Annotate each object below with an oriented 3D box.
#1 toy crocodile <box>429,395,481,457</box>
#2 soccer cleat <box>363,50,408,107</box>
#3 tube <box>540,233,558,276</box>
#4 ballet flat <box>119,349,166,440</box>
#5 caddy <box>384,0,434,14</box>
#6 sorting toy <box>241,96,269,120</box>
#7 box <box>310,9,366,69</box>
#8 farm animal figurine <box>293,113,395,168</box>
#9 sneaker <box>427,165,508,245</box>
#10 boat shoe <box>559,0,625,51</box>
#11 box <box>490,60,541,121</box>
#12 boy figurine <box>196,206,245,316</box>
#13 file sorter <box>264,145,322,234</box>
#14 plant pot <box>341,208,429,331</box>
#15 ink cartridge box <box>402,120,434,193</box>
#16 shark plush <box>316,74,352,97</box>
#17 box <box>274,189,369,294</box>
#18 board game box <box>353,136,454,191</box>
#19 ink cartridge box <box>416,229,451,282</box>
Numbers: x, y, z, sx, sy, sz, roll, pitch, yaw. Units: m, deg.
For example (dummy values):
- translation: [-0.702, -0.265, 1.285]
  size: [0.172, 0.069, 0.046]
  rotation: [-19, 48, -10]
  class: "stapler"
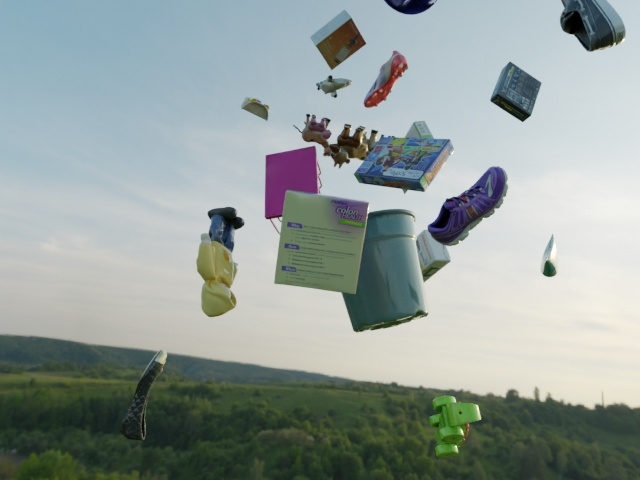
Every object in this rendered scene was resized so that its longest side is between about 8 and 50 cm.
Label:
- translation: [0.387, 0.550, 1.304]
  size: [0.105, 0.115, 0.340]
  rotation: [-5, -42, 3]
  class: "toy crocodile"
- translation: [0.254, -0.645, 1.790]
  size: [0.083, 0.095, 0.248]
  rotation: [2, -35, -38]
  class: "soccer cleat"
- translation: [0.672, 0.055, 1.299]
  size: [0.052, 0.080, 0.207]
  rotation: [7, -18, 29]
  class: "tube"
- translation: [-0.333, 0.296, 0.858]
  size: [0.049, 0.173, 0.057]
  rotation: [21, -9, -8]
  class: "ballet flat"
- translation: [0.298, -0.917, 1.420]
  size: [0.241, 0.341, 0.179]
  rotation: [-10, 15, -8]
  class: "caddy"
- translation: [-0.190, -0.395, 1.291]
  size: [0.083, 0.075, 0.045]
  rotation: [19, -65, -32]
  class: "sorting toy"
- translation: [0.070, -0.787, 1.744]
  size: [0.170, 0.091, 0.130]
  rotation: [-33, -44, 15]
  class: "box"
- translation: [0.092, -0.381, 1.780]
  size: [0.327, 0.172, 0.330]
  rotation: [1, 22, -32]
  class: "farm animal figurine"
- translation: [0.258, -0.062, 0.783]
  size: [0.071, 0.068, 0.170]
  rotation: [28, -69, -27]
  class: "sneaker"
- translation: [0.726, -0.630, 1.244]
  size: [0.102, 0.301, 0.108]
  rotation: [-19, -34, 14]
  class: "boat shoe"
- translation: [0.875, -0.666, 1.983]
  size: [0.183, 0.232, 0.059]
  rotation: [30, -27, -6]
  class: "box"
- translation: [-0.254, 0.050, 1.116]
  size: [0.092, 0.285, 0.177]
  rotation: [-11, -36, 11]
  class: "boy figurine"
- translation: [-0.091, -0.183, 1.724]
  size: [0.202, 0.290, 0.182]
  rotation: [-9, -30, 10]
  class: "file sorter"
- translation: [0.193, 0.116, 1.477]
  size: [0.341, 0.334, 0.341]
  rotation: [-11, -17, -3]
  class: "plant pot"
- translation: [0.358, -0.312, 1.694]
  size: [0.056, 0.171, 0.235]
  rotation: [-10, -26, -21]
  class: "ink cartridge box"
- translation: [0.037, -0.522, 1.509]
  size: [0.161, 0.067, 0.073]
  rotation: [10, -51, 61]
  class: "shark plush"
- translation: [0.000, 0.000, 1.172]
  size: [0.214, 0.243, 0.117]
  rotation: [7, 9, -3]
  class: "box"
- translation: [0.191, -0.184, 1.041]
  size: [0.201, 0.136, 0.035]
  rotation: [18, -27, 48]
  class: "board game box"
- translation: [0.444, 0.073, 1.907]
  size: [0.093, 0.154, 0.212]
  rotation: [3, -33, -28]
  class: "ink cartridge box"
